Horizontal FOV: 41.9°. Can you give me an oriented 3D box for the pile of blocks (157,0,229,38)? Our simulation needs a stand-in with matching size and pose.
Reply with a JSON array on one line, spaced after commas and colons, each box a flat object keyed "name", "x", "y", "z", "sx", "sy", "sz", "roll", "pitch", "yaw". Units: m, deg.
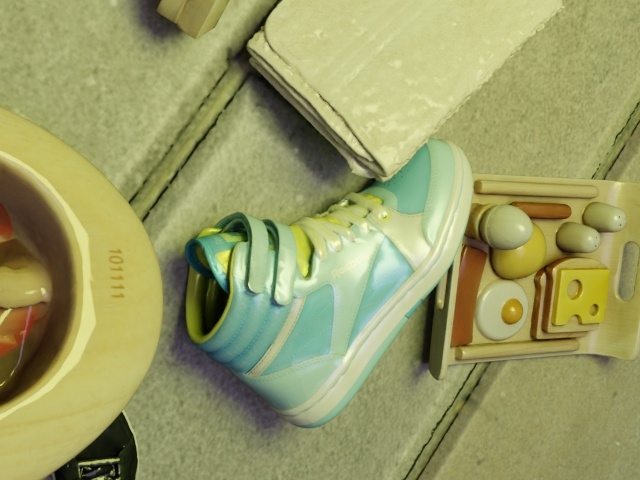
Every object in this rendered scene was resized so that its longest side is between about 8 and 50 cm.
[{"name": "pile of blocks", "x": -0.135, "y": -0.352, "z": 0.666, "sx": 0.112, "sy": 0.149, "sz": 0.362, "roll": -58, "pitch": 143, "yaw": -59}]

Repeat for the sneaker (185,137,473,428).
[{"name": "sneaker", "x": 0.000, "y": 0.000, "z": 0.776, "sx": 0.208, "sy": 0.127, "sz": 0.319, "roll": 37, "pitch": 80, "yaw": -30}]

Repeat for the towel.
[{"name": "towel", "x": 0.083, "y": -0.202, "z": 0.787, "sx": 0.282, "sy": 0.049, "sz": 0.187, "roll": -43, "pitch": 90, "yaw": -17}]

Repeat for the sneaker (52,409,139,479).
[{"name": "sneaker", "x": -0.180, "y": 0.246, "z": 0.721, "sx": 0.079, "sy": 0.121, "sz": 0.216, "roll": -4, "pitch": 101, "yaw": -29}]

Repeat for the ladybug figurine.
[{"name": "ladybug figurine", "x": -0.326, "y": 0.042, "z": 0.548, "sx": 0.449, "sy": 0.162, "sz": 0.305, "roll": 6, "pitch": 72, "yaw": -40}]

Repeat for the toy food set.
[{"name": "toy food set", "x": 0.260, "y": 0.039, "z": 0.944, "sx": 0.306, "sy": 0.092, "sz": 0.219, "roll": 1, "pitch": 98, "yaw": -29}]
